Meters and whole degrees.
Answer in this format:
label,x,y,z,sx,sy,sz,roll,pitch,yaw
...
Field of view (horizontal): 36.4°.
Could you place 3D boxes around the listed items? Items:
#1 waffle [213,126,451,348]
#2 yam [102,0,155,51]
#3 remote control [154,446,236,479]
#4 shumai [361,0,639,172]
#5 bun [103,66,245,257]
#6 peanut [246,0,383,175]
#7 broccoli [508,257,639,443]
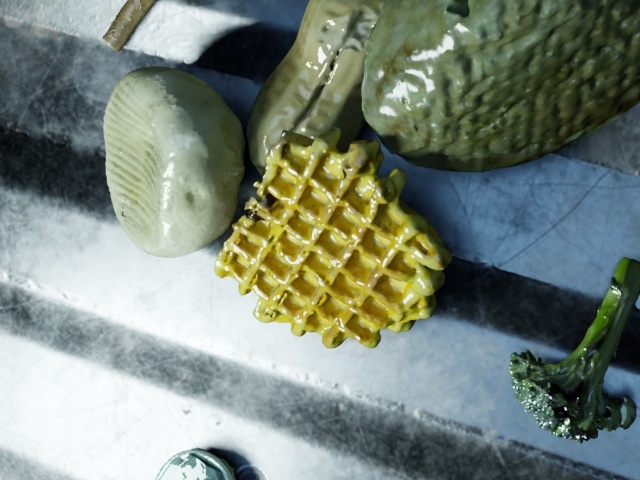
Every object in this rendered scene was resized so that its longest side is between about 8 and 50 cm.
label,x,y,z,sx,sy,sz,roll,pitch,yaw
waffle,0.001,0.000,1.046,0.309,0.065,0.283,-2,125,33
yam,-0.218,-0.297,1.194,0.032,0.032,0.145,40,103,12
remote control,-0.182,0.364,1.184,0.104,0.052,0.247,32,99,12
shumai,0.173,-0.253,0.972,0.330,0.292,0.289,-30,59,21
bun,-0.157,-0.090,1.108,0.231,0.133,0.231,17,111,54
peanut,0.016,-0.189,1.075,0.130,0.130,0.290,33,102,14
broccoli,0.285,0.113,1.024,0.122,0.118,0.204,29,82,44
